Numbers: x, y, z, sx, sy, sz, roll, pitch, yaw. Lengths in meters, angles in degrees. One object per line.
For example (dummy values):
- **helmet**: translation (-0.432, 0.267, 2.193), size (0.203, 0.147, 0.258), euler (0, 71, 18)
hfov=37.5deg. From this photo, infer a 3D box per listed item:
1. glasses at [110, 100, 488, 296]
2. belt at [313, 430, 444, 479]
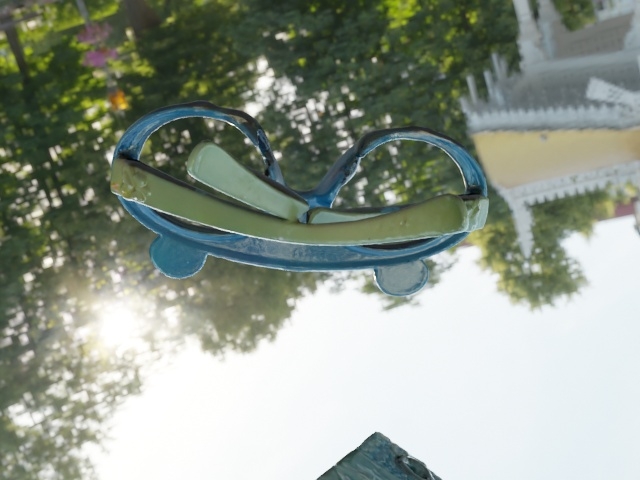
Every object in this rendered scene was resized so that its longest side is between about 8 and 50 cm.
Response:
- **glasses**: translation (0.002, -0.037, 0.536), size (0.239, 0.102, 0.207), euler (6, 168, -12)
- **belt**: translation (-0.007, 0.144, 0.372), size (0.072, 0.087, 0.302), euler (32, -172, 15)
